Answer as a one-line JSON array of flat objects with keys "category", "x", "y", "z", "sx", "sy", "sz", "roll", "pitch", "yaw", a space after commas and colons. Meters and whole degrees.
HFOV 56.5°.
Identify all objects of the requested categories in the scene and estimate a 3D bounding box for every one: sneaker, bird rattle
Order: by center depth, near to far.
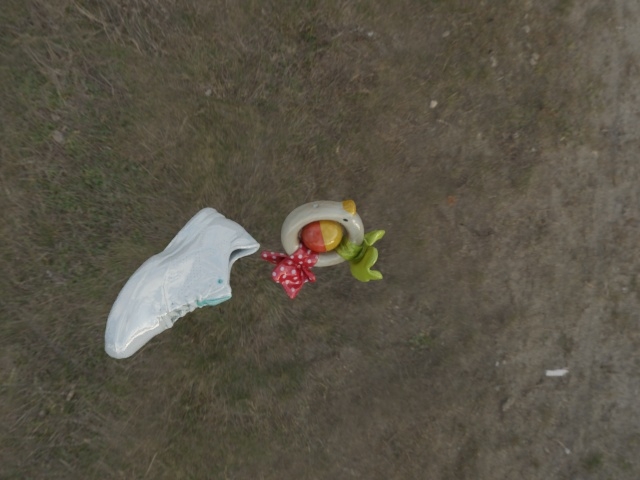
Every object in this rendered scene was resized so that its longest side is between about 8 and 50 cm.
[{"category": "sneaker", "x": -0.150, "y": 0.054, "z": 0.673, "sx": 0.094, "sy": 0.080, "sz": 0.212, "roll": 29, "pitch": 59, "yaw": 11}, {"category": "bird rattle", "x": 0.000, "y": 0.000, "z": 1.194, "sx": 0.254, "sy": 0.143, "sz": 0.206, "roll": -3, "pitch": 134, "yaw": 10}]
